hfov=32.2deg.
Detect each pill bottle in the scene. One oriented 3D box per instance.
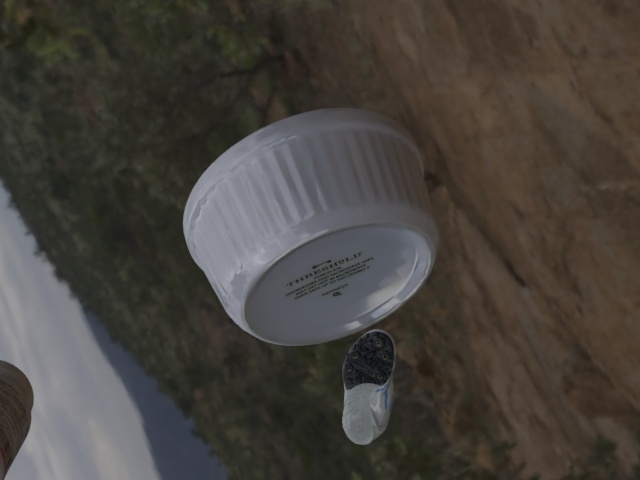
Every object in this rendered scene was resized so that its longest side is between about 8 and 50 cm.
[{"bbox_3d":[-0.540,0.295,1.713,0.283,0.160,0.160,-98,-13,-76],"label":"pill bottle"}]

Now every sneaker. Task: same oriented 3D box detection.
[{"bbox_3d":[0.083,0.229,1.798,0.085,0.086,0.237,21,130,18],"label":"sneaker"}]

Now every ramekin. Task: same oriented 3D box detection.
[{"bbox_3d":[0.000,0.000,1.162,0.273,0.272,0.127,82,168,-56],"label":"ramekin"}]
